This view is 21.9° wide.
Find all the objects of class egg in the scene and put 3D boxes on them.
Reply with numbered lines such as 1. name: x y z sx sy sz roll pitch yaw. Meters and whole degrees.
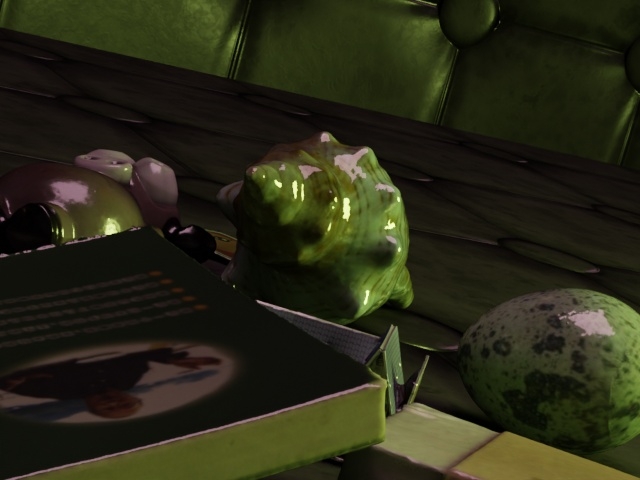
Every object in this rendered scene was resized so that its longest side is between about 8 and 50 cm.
1. egg: 0.192 0.103 1.325 0.172 0.132 0.132 8 6 26

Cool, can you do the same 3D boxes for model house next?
1. model house: 0.016 0.102 1.191 0.167 0.088 0.117 17 11 8

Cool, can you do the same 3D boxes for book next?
1. book: -0.155 0.073 1.054 0.260 0.043 0.371 -11 21 -25

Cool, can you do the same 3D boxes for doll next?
1. doll: -0.204 -0.012 1.391 0.182 0.117 0.257 14 12 23

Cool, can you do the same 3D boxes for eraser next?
1. eraser: 0.183 0.192 0.996 0.343 0.078 0.144 19 10 17

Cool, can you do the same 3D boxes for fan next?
1. fan: -0.130 -0.004 1.742 0.220 0.009 0.132 19 9 12

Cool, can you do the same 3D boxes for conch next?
1. conch: -0.011 0.008 1.514 0.203 0.169 0.386 45 -13 23
